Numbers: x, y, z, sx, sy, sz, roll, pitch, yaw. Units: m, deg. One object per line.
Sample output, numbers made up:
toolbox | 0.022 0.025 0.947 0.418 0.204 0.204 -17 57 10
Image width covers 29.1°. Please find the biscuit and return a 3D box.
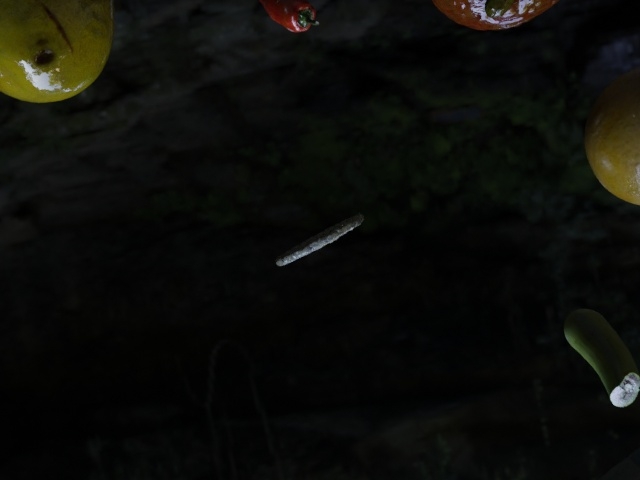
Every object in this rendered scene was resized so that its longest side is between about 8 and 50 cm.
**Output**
biscuit | 0.000 0.000 1.809 0.152 0.020 0.152 -28 -177 1

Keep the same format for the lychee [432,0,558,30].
lychee | 0.239 -0.395 1.605 0.255 0.300 0.255 -12 142 -10

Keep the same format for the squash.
squash | 0.521 0.208 2.275 0.083 0.083 0.250 -13 -148 -7

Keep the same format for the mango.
mango | -0.496 -0.453 2.248 0.220 0.301 0.445 -18 -134 36

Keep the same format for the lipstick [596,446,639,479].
lipstick | 0.317 0.351 1.479 0.317 0.066 0.068 -33 -132 -13

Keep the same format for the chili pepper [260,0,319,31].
chili pepper | -0.068 -0.437 2.311 0.063 0.071 0.272 -40 -144 -6

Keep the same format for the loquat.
loquat | 0.619 -0.189 2.278 0.263 0.263 0.263 -12 -174 1
